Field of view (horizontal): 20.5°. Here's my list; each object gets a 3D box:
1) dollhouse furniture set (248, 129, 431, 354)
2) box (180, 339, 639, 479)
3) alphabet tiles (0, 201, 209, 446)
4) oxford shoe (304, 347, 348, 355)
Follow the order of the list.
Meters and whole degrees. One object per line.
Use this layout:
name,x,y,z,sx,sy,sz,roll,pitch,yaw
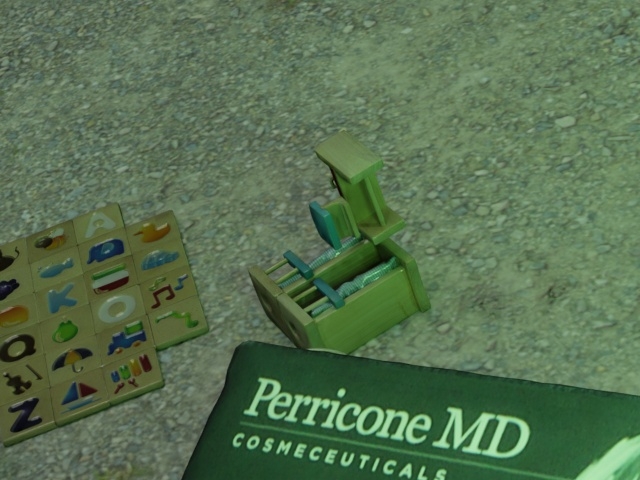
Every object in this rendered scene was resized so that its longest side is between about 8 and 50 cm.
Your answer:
dollhouse furniture set,0.000,0.000,1.703,0.129,0.184,0.129,-31,37,-14
box,0.125,0.335,0.752,0.480,0.297,0.472,5,59,36
alphabet tiles,-0.271,0.080,1.882,0.285,0.011,0.342,-22,36,-1
oxford shoe,0.020,0.248,1.420,0.169,0.130,0.449,-17,38,-1
